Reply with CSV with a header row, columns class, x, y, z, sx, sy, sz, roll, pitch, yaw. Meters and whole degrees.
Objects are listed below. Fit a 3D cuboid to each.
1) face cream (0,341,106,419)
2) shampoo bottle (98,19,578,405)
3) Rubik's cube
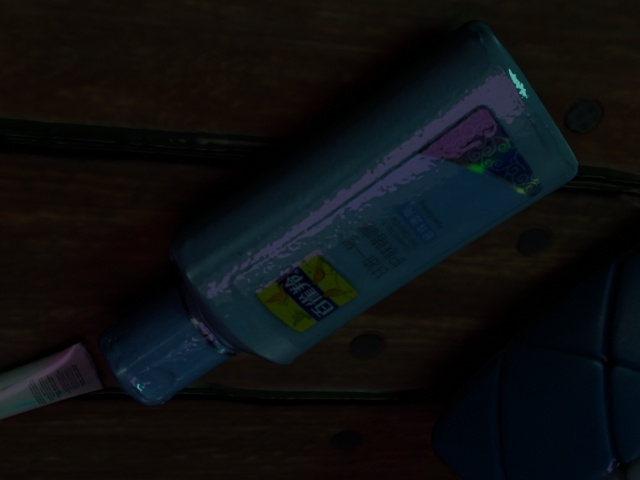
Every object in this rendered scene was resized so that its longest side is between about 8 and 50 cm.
class,x,y,z,sx,sy,sz,roll,pitch,yaw
face cream,-0.180,0.088,0.555,0.115,0.020,0.038,-18,127,-2
shampoo bottle,0.000,0.000,0.510,0.258,0.061,0.104,-34,127,12
Rubik's cube,0.185,0.140,0.566,0.255,0.254,0.254,-7,127,-9
